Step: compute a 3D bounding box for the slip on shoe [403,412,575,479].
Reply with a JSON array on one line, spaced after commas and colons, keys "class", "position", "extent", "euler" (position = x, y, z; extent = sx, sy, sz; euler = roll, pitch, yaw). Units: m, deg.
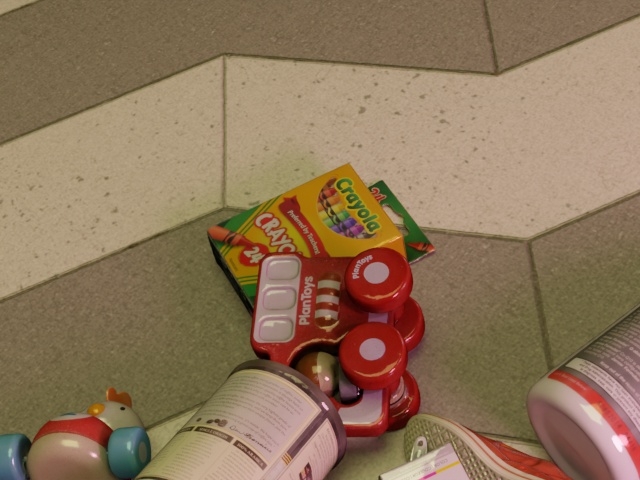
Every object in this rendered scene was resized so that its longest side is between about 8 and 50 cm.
[{"class": "slip on shoe", "position": [0.249, 0.333, 2.065], "extent": [0.331, 0.123, 0.101], "euler": [23, 19, 38]}]

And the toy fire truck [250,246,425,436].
[{"class": "toy fire truck", "position": [0.016, 0.151, 2.209], "extent": [0.254, 0.169, 0.302], "euler": [-2, 57, 12]}]

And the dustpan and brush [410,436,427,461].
[{"class": "dustpan and brush", "position": [0.126, 0.376, 2.060], "extent": [0.147, 0.060, 0.211], "euler": [3, 56, 16]}]

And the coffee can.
[{"class": "coffee can", "position": [-0.119, 0.323, 2.043], "extent": [0.202, 0.201, 0.275], "euler": [18, 42, 26]}]

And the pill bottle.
[{"class": "pill bottle", "position": [0.481, 0.187, 2.057], "extent": [0.363, 0.210, 0.210], "euler": [-34, 50, -17]}]

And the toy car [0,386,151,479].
[{"class": "toy car", "position": [-0.325, 0.294, 2.174], "extent": [0.219, 0.210, 0.238], "euler": [-6, 36, 14]}]

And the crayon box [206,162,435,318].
[{"class": "crayon box", "position": [0.000, 0.000, 2.425], "extent": [0.319, 0.081, 0.202], "euler": [-26, 48, -11]}]

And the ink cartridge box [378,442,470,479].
[{"class": "ink cartridge box", "position": [0.170, 0.389, 1.992], "extent": [0.109, 0.062, 0.209], "euler": [-23, 70, -11]}]
